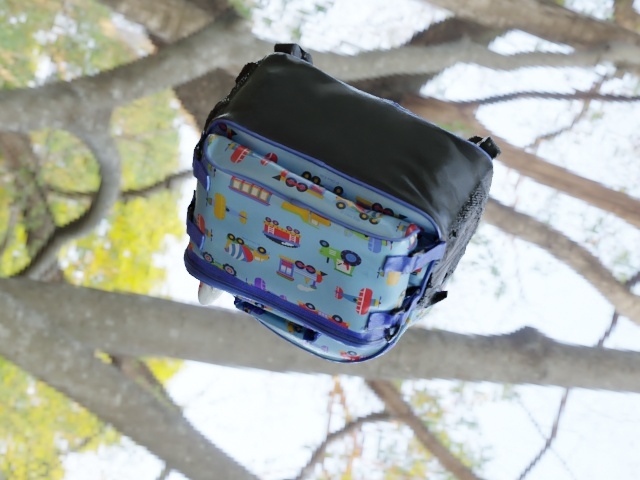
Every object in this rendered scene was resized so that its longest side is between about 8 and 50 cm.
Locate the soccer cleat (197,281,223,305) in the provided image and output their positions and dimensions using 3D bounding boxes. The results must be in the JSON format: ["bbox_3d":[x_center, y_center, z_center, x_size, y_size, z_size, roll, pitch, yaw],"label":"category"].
[{"bbox_3d":[-0.099,0.034,1.349,0.083,0.029,0.035,-53,-156,6],"label":"soccer cleat"}]

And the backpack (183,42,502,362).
[{"bbox_3d":[0.000,0.000,0.744,0.117,0.158,0.173,-55,169,-40],"label":"backpack"}]
